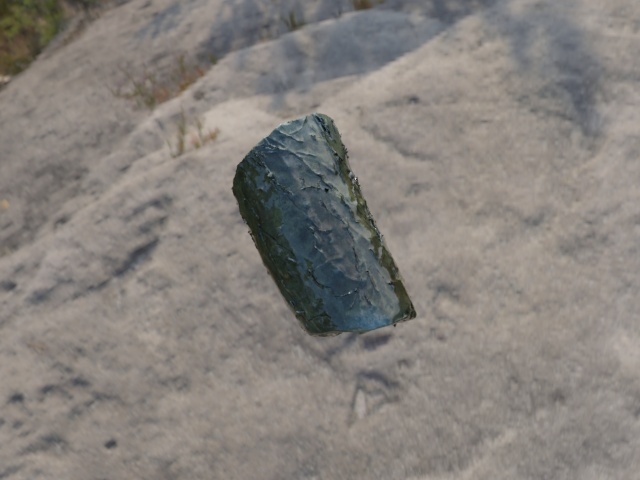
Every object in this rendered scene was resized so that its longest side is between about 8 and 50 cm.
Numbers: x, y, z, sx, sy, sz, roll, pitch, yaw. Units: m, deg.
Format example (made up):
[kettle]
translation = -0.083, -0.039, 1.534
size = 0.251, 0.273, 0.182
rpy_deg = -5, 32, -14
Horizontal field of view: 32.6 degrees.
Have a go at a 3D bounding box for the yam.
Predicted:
[yam]
translation = 0.000, 0.000, 0.893
size = 0.107, 0.107, 0.183
rpy_deg = -25, 78, -6
